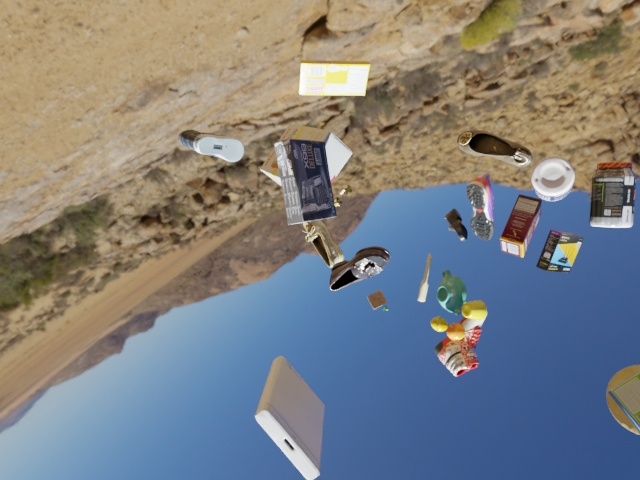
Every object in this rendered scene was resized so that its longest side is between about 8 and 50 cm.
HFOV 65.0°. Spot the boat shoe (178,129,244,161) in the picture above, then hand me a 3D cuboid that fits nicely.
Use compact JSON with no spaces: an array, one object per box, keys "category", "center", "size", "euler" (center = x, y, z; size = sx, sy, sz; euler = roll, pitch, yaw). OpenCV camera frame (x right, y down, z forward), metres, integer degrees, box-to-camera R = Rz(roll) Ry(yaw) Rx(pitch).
[{"category":"boat shoe","center":[-0.287,-0.258,1.338],"size":[0.183,0.083,0.065],"euler":[1,111,-60]}]

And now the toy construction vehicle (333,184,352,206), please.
[{"category":"toy construction vehicle","center":[0.086,-0.163,1.862],"size":[0.086,0.035,0.098],"euler":[-49,175,14]}]

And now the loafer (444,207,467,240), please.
[{"category":"loafer","center":[0.563,-0.056,2.089],"size":[0.061,0.062,0.170],"euler":[-34,-143,25]}]

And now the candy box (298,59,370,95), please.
[{"category":"candy box","center":[0.039,-0.482,1.494],"size":[0.206,0.027,0.105],"euler":[-2,140,-10]}]

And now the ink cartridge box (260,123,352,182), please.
[{"category":"ink cartridge box","center":[-0.078,-0.360,2.278],"size":[0.279,0.160,0.385],"euler":[-56,-147,-2]}]

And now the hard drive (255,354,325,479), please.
[{"category":"hard drive","center":[-0.077,0.499,1.469],"size":[0.047,0.233,0.353],"euler":[-38,-174,7]}]

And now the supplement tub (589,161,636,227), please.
[{"category":"supplement tub","center":[0.869,-0.135,1.495],"size":[0.117,0.190,0.117],"euler":[1,-174,0]}]

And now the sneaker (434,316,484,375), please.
[{"category":"sneaker","center":[0.547,0.375,1.831],"size":[0.090,0.145,0.270],"euler":[13,124,-44]}]

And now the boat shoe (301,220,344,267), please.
[{"category":"boat shoe","center":[0.000,0.000,2.433],"size":[0.089,0.285,0.104],"euler":[-30,165,-37]}]

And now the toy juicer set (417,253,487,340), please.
[{"category":"toy juicer set","center":[0.464,0.225,1.847],"size":[0.329,0.089,0.209],"euler":[57,-45,49]}]

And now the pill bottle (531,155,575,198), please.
[{"category":"pill bottle","center":[0.573,-0.147,1.241],"size":[0.094,0.094,0.169],"euler":[-36,163,19]}]

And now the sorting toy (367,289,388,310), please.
[{"category":"sorting toy","center":[0.220,0.235,1.894],"size":[0.062,0.083,0.012],"euler":[-25,158,-9]}]

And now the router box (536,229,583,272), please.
[{"category":"router box","center":[0.800,0.038,1.677],"size":[0.179,0.133,0.046],"euler":[4,-163,-42]}]

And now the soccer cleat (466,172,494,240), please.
[{"category":"soccer cleat","center":[0.701,-0.139,2.148],"size":[0.109,0.318,0.116],"euler":[17,-128,42]}]

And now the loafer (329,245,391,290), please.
[{"category":"loafer","center":[0.133,0.110,1.769],"size":[0.302,0.109,0.095],"euler":[-29,-149,52]}]

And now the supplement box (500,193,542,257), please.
[{"category":"supplement box","center":[0.700,-0.051,1.753],"size":[0.188,0.081,0.104],"euler":[-62,149,-15]}]

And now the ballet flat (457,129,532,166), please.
[{"category":"ballet flat","center":[0.520,-0.285,1.524],"size":[0.058,0.250,0.084],"euler":[17,102,-51]}]

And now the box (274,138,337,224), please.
[{"category":"box","center":[-0.052,-0.224,1.911],"size":[0.076,0.307,0.242],"euler":[-8,-178,33]}]

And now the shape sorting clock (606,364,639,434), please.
[{"category":"shape sorting clock","center":[0.972,0.477,1.499],"size":[0.206,0.206,0.040],"euler":[-36,146,20]}]
